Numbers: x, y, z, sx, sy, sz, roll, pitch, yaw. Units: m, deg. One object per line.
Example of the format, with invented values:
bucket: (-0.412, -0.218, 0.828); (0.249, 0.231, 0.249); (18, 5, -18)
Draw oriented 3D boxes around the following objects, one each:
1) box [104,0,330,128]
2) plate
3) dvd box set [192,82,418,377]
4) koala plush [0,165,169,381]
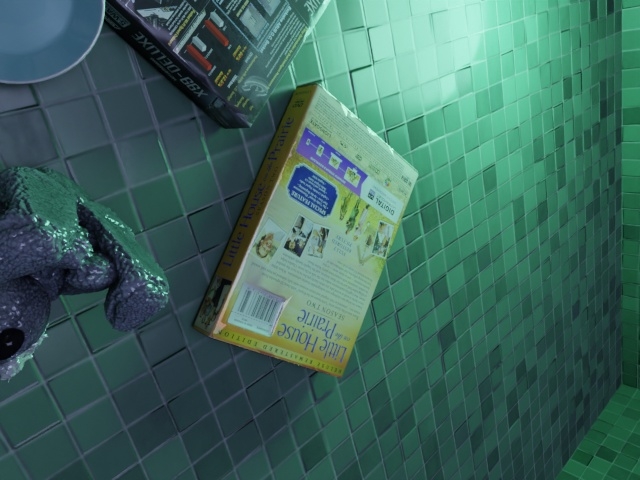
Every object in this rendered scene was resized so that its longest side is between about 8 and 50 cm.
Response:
box: (-0.119, -0.347, 0.681); (0.242, 0.077, 0.307); (40, 72, -39)
plate: (-0.324, -0.258, 0.521); (0.188, 0.024, 0.188); (-5, 104, -19)
dvd box set: (0.000, 0.000, 0.863); (0.308, 0.062, 0.420); (29, 78, -41)
koala plush: (-0.321, 0.049, 0.537); (0.221, 0.203, 0.196); (-47, 141, 1)
